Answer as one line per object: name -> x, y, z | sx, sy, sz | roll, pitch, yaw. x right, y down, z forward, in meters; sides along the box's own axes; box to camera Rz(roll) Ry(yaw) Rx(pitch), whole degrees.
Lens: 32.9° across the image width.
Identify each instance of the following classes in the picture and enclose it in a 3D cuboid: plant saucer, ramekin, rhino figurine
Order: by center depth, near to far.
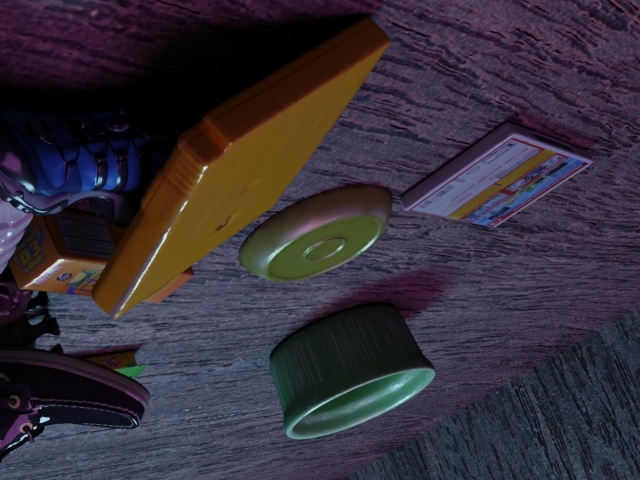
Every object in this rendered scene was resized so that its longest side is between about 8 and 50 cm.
rhino figurine -> -0.389, 0.108, 1.369 | 0.106, 0.073, 0.243 | -20, 157, -18
plant saucer -> 0.000, 0.000, 1.566 | 0.241, 0.037, 0.241 | -20, 159, -8
ramekin -> 0.051, 0.245, 2.049 | 0.303, 0.148, 0.303 | -20, 158, -8

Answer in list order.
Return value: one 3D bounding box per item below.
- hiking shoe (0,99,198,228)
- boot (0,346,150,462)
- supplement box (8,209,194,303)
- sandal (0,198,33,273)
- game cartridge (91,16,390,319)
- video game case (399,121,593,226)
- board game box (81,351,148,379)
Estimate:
hiking shoe -> -0.219, -0.096, 1.038 | 0.132, 0.113, 0.304 | -40, 164, 14
boot -> -0.409, 0.270, 1.283 | 0.378, 0.284, 0.138 | 9, 151, -8
supplement box -> -0.260, 0.020, 1.287 | 0.078, 0.080, 0.233 | -36, 154, 25
sandal -> -0.429, 0.044, 1.139 | 0.416, 0.102, 0.169 | -44, 176, 28
game cartridge -> -0.089, -0.074, 1.138 | 0.285, 0.052, 0.323 | -38, 171, -41
video game case -> 0.273, -0.093, 1.646 | 0.204, 0.025, 0.285 | -36, 156, 28
board game box -> -0.405, 0.223, 1.680 | 0.259, 0.039, 0.124 | -1, 150, -40
